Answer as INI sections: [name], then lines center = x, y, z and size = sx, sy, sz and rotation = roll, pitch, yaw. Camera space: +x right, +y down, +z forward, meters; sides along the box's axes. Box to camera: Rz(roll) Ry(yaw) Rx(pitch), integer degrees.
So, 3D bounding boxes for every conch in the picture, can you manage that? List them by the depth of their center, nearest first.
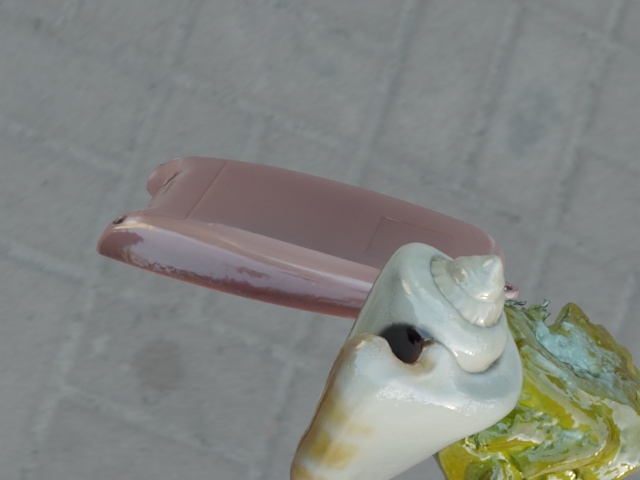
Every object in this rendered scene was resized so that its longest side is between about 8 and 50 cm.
[conch]
center = 0.031, 0.070, 0.954
size = 0.094, 0.176, 0.104
rotation = 44, 26, -22

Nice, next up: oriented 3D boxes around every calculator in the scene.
[calculator]
center = 0.000, 0.000, 1.557
size = 0.329, 0.220, 0.048
rotation = 13, 112, 6

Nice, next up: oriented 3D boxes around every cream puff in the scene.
[cream puff]
center = 0.184, 0.160, 1.656
size = 0.221, 0.194, 0.195
rotation = 8, 80, -43
